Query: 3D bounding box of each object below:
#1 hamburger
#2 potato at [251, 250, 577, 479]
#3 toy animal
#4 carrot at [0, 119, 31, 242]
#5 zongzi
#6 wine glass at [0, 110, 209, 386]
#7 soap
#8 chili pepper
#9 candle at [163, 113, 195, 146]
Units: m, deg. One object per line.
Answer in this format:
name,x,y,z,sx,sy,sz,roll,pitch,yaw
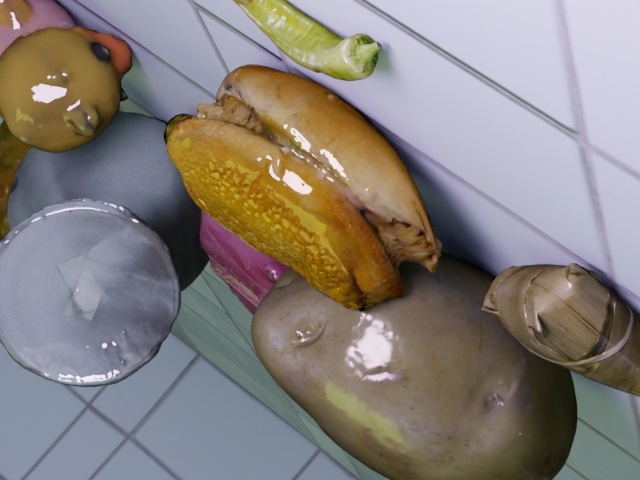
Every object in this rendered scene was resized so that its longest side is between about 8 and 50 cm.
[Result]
hamburger,-0.012,-0.065,1.597,0.283,0.144,0.156,33,158,23
potato,0.099,0.122,1.708,0.326,0.221,0.243,39,178,6
toy animal,-0.324,-0.198,2.040,0.281,0.169,0.195,33,157,40
carrot,-0.358,-0.070,2.479,0.341,0.241,0.241,34,167,31
zongzi,0.235,0.086,1.530,0.176,0.078,0.160,35,177,-14
wine glass,-0.252,0.015,2.034,0.267,0.267,0.406,43,-170,-11
soap,0.004,0.052,1.978,0.325,0.127,0.220,41,162,5
chili pepper,-0.018,-0.169,1.460,0.208,0.043,0.049,31,178,43
candle,-0.132,-0.114,2.026,0.052,0.052,0.131,47,166,-26
